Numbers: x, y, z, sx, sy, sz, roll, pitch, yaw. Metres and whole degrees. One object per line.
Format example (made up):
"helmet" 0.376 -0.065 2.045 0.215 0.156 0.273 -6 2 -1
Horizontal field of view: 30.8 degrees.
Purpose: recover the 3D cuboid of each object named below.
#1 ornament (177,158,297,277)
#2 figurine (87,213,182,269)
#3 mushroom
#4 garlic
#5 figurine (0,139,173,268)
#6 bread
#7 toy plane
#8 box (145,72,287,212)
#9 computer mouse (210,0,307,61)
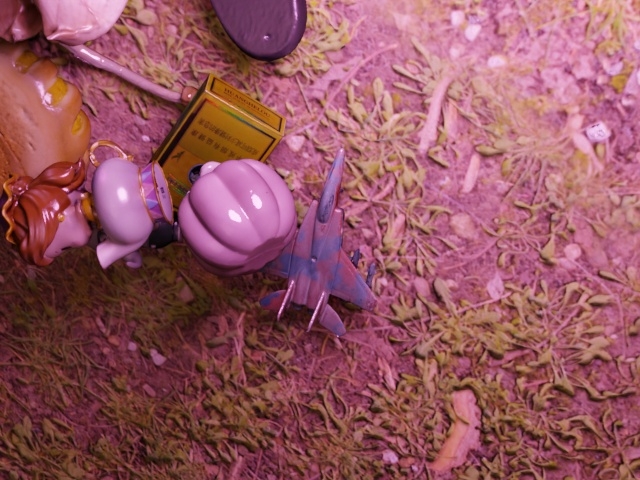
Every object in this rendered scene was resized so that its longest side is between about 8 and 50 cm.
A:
"ornament" -0.127 -0.039 1.722 0.178 0.177 0.177 8 117 16
"figurine" -0.321 -0.022 1.891 0.192 0.147 0.126 6 97 -3
"mushroom" -0.323 -0.273 1.801 0.306 0.043 0.068 24 150 -2
"garlic" -0.411 -0.429 1.673 0.286 0.249 0.313 -21 104 4
"figurine" -0.361 -0.046 1.746 0.264 0.142 0.189 -12 89 3
"bread" -0.505 -0.193 1.853 0.333 0.160 0.333 8 119 15
"toy plane" 0.002 -0.003 1.794 0.223 0.104 0.326 19 115 10
"box" -0.169 -0.133 1.796 0.141 0.064 0.220 30 124 -17
"computer mouse" -0.101 -0.387 1.654 0.138 0.086 0.269 -21 98 18
